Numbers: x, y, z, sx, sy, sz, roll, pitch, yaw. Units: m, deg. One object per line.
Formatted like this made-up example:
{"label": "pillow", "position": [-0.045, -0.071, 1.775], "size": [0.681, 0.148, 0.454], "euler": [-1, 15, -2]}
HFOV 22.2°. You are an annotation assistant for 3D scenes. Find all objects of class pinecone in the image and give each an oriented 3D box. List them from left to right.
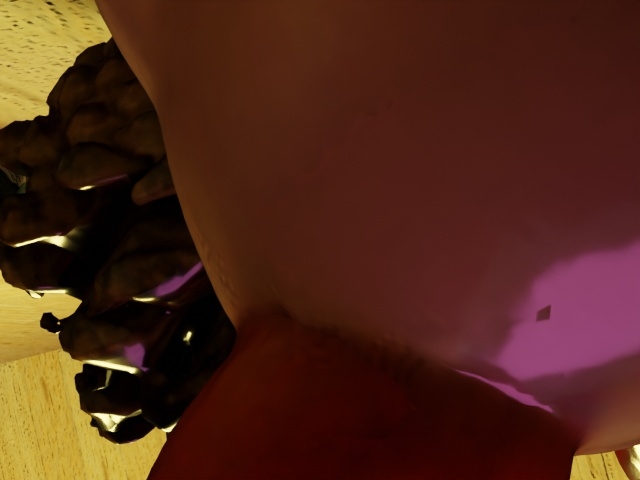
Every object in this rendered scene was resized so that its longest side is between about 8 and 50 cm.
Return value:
{"label": "pinecone", "position": [-0.012, 0.000, 0.663], "size": [0.243, 0.257, 0.243], "euler": [-2, -175, 0]}

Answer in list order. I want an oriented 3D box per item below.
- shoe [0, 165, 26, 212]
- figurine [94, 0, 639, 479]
{"label": "shoe", "position": [-0.188, -0.026, 0.919], "size": [0.071, 0.064, 0.143], "euler": [-37, 169, 25]}
{"label": "figurine", "position": [0.074, -0.039, 0.451], "size": [0.269, 0.261, 0.211], "euler": [-7, 169, -32]}
